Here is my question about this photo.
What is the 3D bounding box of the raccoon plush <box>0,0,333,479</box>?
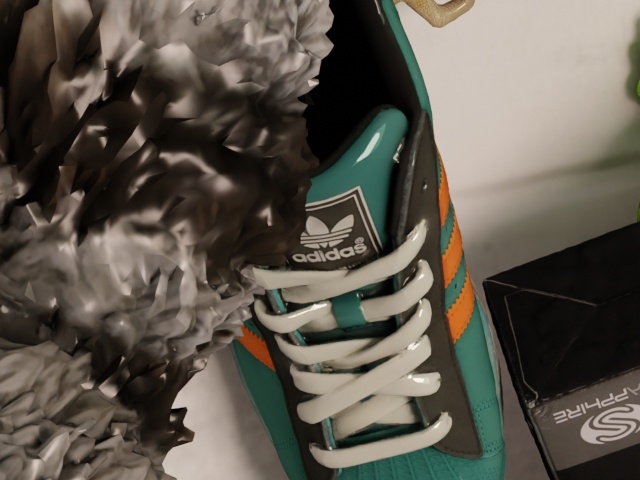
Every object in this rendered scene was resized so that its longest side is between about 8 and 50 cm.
[{"bbox_3d":[-0.166,0.075,0.393,0.299,0.216,0.447,-3,102,-69],"label":"raccoon plush"}]

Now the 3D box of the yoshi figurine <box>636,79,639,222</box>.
[{"bbox_3d":[0.268,-0.067,0.877,0.203,0.203,0.362,39,71,-22],"label":"yoshi figurine"}]

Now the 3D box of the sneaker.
[{"bbox_3d":[0.000,0.000,0.649,0.121,0.108,0.302,-76,151,-75],"label":"sneaker"}]

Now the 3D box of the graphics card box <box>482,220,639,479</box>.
[{"bbox_3d":[0.239,0.131,0.812,0.232,0.094,0.371,-21,129,7],"label":"graphics card box"}]

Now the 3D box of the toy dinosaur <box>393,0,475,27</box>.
[{"bbox_3d":[0.013,-0.106,0.728,0.092,0.053,0.183,-17,104,-23],"label":"toy dinosaur"}]
